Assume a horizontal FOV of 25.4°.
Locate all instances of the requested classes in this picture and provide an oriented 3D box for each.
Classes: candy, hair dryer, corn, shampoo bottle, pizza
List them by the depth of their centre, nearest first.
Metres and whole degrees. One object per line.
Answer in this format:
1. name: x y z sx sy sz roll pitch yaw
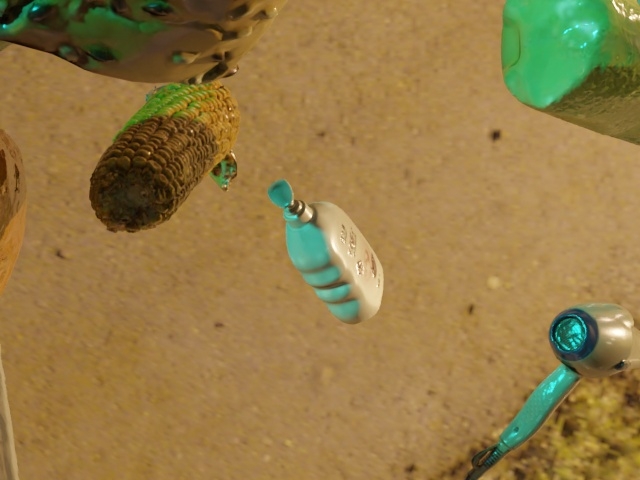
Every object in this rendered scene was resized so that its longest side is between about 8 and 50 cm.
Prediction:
1. shampoo bottle: 0.000 0.000 1.157 0.152 0.045 0.077 50 35 -40
2. hair dryer: 0.221 0.136 1.239 0.167 0.067 0.199 -1 128 -45
3. candy: 0.311 -0.166 1.363 0.343 0.142 0.132 12 131 -42
4. corn: -0.148 -0.090 1.367 0.106 0.293 0.106 3 111 9
5. pizza: -0.139 -0.129 1.595 0.035 0.099 0.160 -26 66 -15

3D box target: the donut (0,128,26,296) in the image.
1. donut: -0.438 0.054 1.349 0.198 0.449 0.449 30 78 1

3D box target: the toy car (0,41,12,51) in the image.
1. toy car: -0.279 -0.181 1.107 0.320 0.141 0.097 -34 91 -3

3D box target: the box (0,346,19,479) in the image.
1. box: -0.315 0.033 0.674 0.111 0.397 0.396 -34 140 19

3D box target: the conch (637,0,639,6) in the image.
1. conch: 0.211 -0.159 0.784 0.056 0.085 0.076 -5 76 -56

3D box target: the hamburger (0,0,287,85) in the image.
1. hamburger: -0.093 -0.180 0.445 0.288 0.192 0.168 32 39 -32
